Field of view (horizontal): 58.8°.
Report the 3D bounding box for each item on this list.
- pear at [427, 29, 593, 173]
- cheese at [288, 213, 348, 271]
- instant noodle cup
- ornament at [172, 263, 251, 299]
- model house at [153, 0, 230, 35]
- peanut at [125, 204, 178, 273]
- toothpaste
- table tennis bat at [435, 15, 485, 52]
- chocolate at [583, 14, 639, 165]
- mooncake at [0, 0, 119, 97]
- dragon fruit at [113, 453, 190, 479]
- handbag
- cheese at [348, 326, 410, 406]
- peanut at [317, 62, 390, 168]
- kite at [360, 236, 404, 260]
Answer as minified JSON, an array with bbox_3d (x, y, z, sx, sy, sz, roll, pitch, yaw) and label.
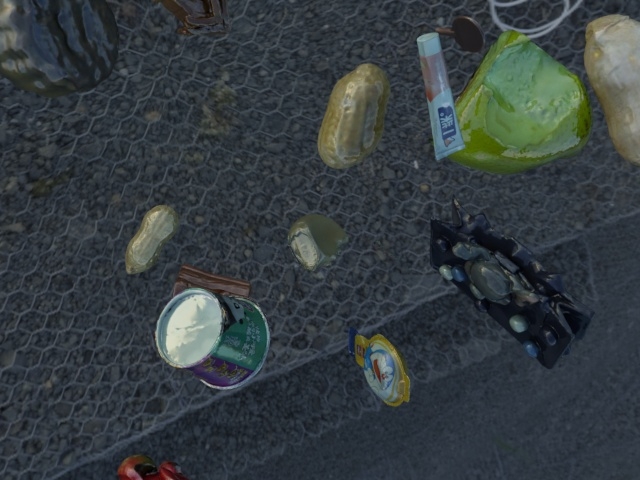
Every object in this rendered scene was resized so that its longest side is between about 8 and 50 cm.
[{"bbox_3d":[0.415,-0.250,1.159,0.282,0.176,0.286,33,91,-7],"label":"pear"},{"bbox_3d":[0.000,0.000,1.743,0.202,0.091,0.175,-11,69,-46],"label":"cheese"},{"bbox_3d":[-0.276,0.234,1.418,0.251,0.251,0.190,-45,149,1],"label":"instant noodle cup"},{"bbox_3d":[-0.325,0.186,1.691,0.218,0.235,0.221,12,147,-9],"label":"ornament"},{"bbox_3d":[-0.348,-0.692,1.653,0.229,0.199,0.219,37,76,-32],"label":"model house"},{"bbox_3d":[-0.382,0.001,1.272,0.082,0.082,0.187,29,101,-21],"label":"peanut"},{"bbox_3d":[0.193,-0.229,0.919,0.056,0.036,0.205,-22,122,-3],"label":"toothpaste"},{"bbox_3d":[0.345,-0.531,1.534,0.119,0.170,0.107,-42,130,-14],"label":"table tennis bat"},{"bbox_3d":[0.602,-0.288,1.092,0.134,0.134,0.309,-29,100,-5],"label":"chocolate"},{"bbox_3d":[-0.602,-0.472,1.283,0.161,0.290,0.290,3,111,27],"label":"mooncake"},{"bbox_3d":[-0.261,0.434,0.785,0.227,0.307,0.243,41,70,12],"label":"dragon fruit"},{"bbox_3d":[0.333,0.079,1.050,0.118,0.326,0.269,-42,151,-7],"label":"handbag"},{"bbox_3d":[0.140,0.303,1.396,0.069,0.270,0.177,-10,112,-24],"label":"cheese"},{"bbox_3d":[0.073,-0.251,1.172,0.129,0.129,0.224,10,118,-18],"label":"peanut"},{"bbox_3d":[0.151,0.018,1.394,0.137,0.152,0.005,28,100,-20],"label":"kite"}]
